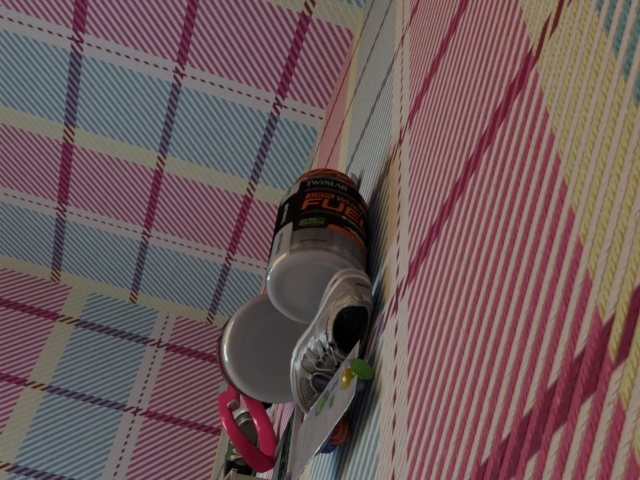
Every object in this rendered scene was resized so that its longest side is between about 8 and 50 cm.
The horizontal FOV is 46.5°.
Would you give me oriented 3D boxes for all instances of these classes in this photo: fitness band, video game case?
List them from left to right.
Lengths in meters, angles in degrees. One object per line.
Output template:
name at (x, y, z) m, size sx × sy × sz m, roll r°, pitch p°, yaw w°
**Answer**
fitness band at (-0.174, 0.451, 1.841) m, size 0.054 × 0.209 × 0.291 m, roll -33°, pitch 13°, yaw 3°
video game case at (-0.078, 0.489, 1.660) m, size 0.190 × 0.022 × 0.173 m, roll -83°, pitch 11°, yaw -54°

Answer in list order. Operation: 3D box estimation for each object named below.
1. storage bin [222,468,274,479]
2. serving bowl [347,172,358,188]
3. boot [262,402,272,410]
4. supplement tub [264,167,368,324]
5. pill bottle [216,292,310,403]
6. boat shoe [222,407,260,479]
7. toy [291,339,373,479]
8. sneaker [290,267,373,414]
storage bin at (-0.166, 0.632, 1.515) m, size 0.262 × 0.123 × 0.260 m, roll 122°, pitch 158°, yaw -56°
serving bowl at (0.075, -0.125, 1.839) m, size 0.083 × 0.027 × 0.083 m, roll -163°, pitch 90°, yaw -82°
boot at (-0.143, 0.410, 2.201) m, size 0.219 × 0.082 × 0.106 m, roll 119°, pitch 144°, yaw -43°
supplement tub at (0.000, 0.000, 1.490) m, size 0.316 × 0.194 × 0.193 m, roll -85°, pitch 14°, yaw -53°
pill bottle at (-0.120, 0.249, 1.690) m, size 0.408 × 0.229 × 0.229 m, roll 138°, pitch 148°, yaw -76°
boat shoe at (-0.218, 0.608, 2.117) m, size 0.091 × 0.109 × 0.305 m, roll -87°, pitch 9°, yaw -58°
toy at (0.024, 0.291, 1.214) m, size 0.137 × 0.056 × 0.237 m, roll -79°, pitch 13°, yaw -60°
sneaker at (0.017, 0.191, 1.295) m, size 0.115 × 0.105 × 0.281 m, roll -113°, pitch 36°, yaw -69°
